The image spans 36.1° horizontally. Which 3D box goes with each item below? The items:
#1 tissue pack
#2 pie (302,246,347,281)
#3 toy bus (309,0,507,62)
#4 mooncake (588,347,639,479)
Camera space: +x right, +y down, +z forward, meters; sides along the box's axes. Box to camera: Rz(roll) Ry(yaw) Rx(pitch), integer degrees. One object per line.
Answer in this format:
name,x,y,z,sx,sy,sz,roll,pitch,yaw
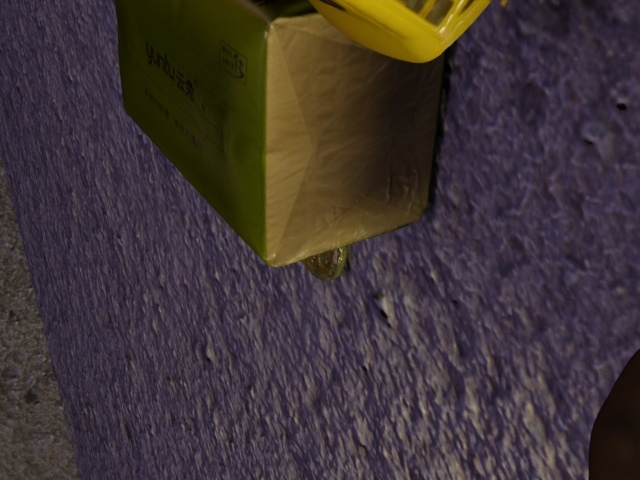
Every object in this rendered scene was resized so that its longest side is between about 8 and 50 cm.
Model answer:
tissue pack,-0.046,-0.143,0.794,0.274,0.167,0.200,43,140,43
pie,0.001,0.002,0.947,0.084,0.021,0.084,29,127,49
toy bus,0.008,-0.195,0.492,0.144,0.330,0.152,37,103,43
mooncake,0.261,0.137,0.393,0.290,0.161,0.290,35,132,51
